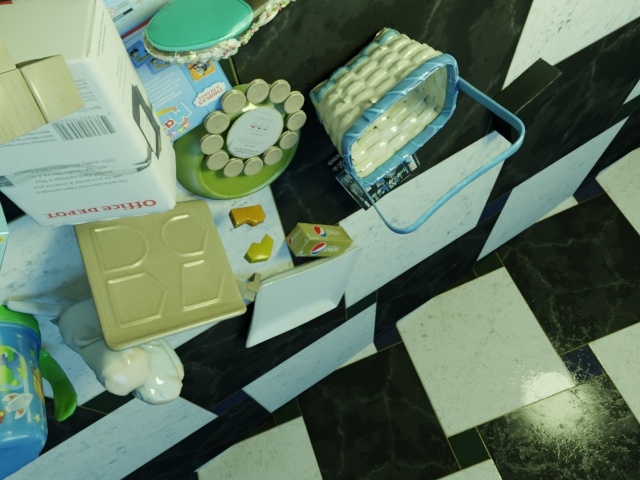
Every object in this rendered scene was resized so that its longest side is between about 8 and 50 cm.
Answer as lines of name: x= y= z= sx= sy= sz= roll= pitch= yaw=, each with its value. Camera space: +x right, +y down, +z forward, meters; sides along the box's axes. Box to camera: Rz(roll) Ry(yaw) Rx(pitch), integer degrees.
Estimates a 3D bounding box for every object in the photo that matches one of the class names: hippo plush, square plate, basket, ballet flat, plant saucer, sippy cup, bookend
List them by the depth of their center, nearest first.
ballet flat: x=-0.094 y=-0.262 z=0.519 sx=0.241 sy=0.091 sz=0.077 roll=-45 pitch=173 yaw=-18
sippy cup: x=-0.551 y=0.260 z=0.709 sx=0.306 sy=0.224 sz=0.240 roll=-12 pitch=145 yaw=-40
basket: x=0.145 y=-0.186 z=0.741 sx=0.255 sy=0.289 sz=0.201 roll=-37 pitch=154 yaw=3
plant saucer: x=-0.128 y=-0.150 z=0.759 sx=0.241 sy=0.037 sz=0.241 roll=-28 pitch=152 yaw=-16
hippo plush: x=-0.314 y=0.123 z=0.811 sx=0.236 sy=0.294 sz=0.234 roll=-55 pitch=158 yaw=-15
bookend: x=0.535 y=-0.359 z=1.170 sx=0.157 sy=0.072 sz=0.156 roll=-42 pitch=154 yaw=9
square plate: x=-0.058 y=0.159 z=1.328 sx=0.348 sy=0.049 sz=0.344 roll=-20 pitch=149 yaw=-29

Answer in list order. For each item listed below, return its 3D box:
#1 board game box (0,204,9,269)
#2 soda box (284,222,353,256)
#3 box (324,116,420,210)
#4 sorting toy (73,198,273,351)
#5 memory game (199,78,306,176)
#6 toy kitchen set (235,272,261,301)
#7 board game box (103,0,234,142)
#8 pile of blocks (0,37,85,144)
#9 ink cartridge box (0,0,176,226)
board game box: x=-0.492 y=-0.005 z=0.439 sx=0.275 sy=0.144 sz=0.142 roll=-3 pitch=139 yaw=-47
soda box: x=0.000 y=0.000 z=1.129 sx=0.181 sy=0.058 sz=0.061 roll=1 pitch=135 yaw=-51
box: x=0.124 y=-0.171 z=1.008 sx=0.175 sy=0.051 sz=0.220 roll=-40 pitch=153 yaw=8
sorting toy: x=-0.212 y=0.034 z=0.733 sx=0.307 sy=0.229 sz=0.041 roll=-12 pitch=157 yaw=-34
memory game: x=-0.102 y=-0.170 z=0.700 sx=0.186 sy=0.012 sz=0.186 roll=-29 pitch=154 yaw=-16
toy kitchen set: x=-0.201 y=0.114 z=1.106 sx=0.083 sy=0.075 sz=0.068 roll=26 pitch=119 yaw=-16
board game box: x=-0.213 y=-0.213 z=0.554 sx=0.160 sy=0.039 sz=0.211 roll=-34 pitch=152 yaw=-4
pile of blocks: x=-0.364 y=-0.087 z=0.287 sx=0.362 sy=0.149 sz=0.112 roll=-27 pitch=125 yaw=-23
ink cartridge box: x=-0.277 y=-0.123 z=0.489 sx=0.172 sy=0.100 sz=0.237 roll=-8 pitch=152 yaw=-3
